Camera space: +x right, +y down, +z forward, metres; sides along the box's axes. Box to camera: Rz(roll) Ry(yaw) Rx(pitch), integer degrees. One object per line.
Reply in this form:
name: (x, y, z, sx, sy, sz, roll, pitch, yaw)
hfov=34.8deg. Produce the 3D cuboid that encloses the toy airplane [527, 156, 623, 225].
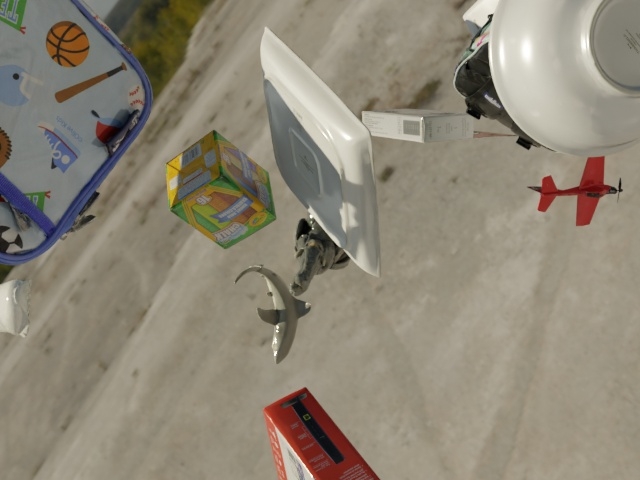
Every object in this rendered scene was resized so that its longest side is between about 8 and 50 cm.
toy airplane: (0.403, -0.080, 1.613, 0.151, 0.151, 0.028, -44, 25, 27)

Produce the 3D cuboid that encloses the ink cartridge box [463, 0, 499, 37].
ink cartridge box: (0.469, -0.427, 1.646, 0.286, 0.166, 0.395, -18, -14, -35)

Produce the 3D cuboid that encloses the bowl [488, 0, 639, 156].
bowl: (0.382, -0.254, 1.329, 0.298, 0.298, 0.134, -54, 14, -3)

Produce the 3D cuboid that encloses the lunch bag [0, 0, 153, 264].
lunch bag: (-0.300, -0.127, 0.860, 0.115, 0.303, 0.243, 1, 51, 54)

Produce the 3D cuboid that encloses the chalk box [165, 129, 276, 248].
chalk box: (-0.175, -0.082, 1.952, 0.132, 0.213, 0.132, -32, 45, 22)

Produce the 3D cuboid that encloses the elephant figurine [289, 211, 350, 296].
elephant figurine: (0.000, 0.000, 2.187, 0.169, 0.186, 0.239, 23, 95, 49)

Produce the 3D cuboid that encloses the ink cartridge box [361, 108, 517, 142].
ink cartridge box: (0.257, -0.256, 2.241, 0.275, 0.239, 0.060, -160, 65, -63)

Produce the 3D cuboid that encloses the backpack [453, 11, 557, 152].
backpack: (0.327, -0.254, 1.453, 0.191, 0.225, 0.253, -57, -1, -7)

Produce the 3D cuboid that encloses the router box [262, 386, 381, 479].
router box: (0.036, 0.443, 1.593, 0.082, 0.335, 0.301, -25, 43, -19)

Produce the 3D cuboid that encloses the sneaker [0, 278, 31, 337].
sneaker: (-0.517, 0.110, 1.639, 0.235, 0.095, 0.090, 149, 129, -61)

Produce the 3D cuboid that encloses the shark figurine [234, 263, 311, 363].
shark figurine: (-0.084, 0.139, 2.426, 0.116, 0.278, 0.166, 2, 34, 35)

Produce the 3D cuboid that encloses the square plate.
square plate: (-0.009, -0.144, 1.764, 0.049, 0.344, 0.347, -27, 50, -16)
